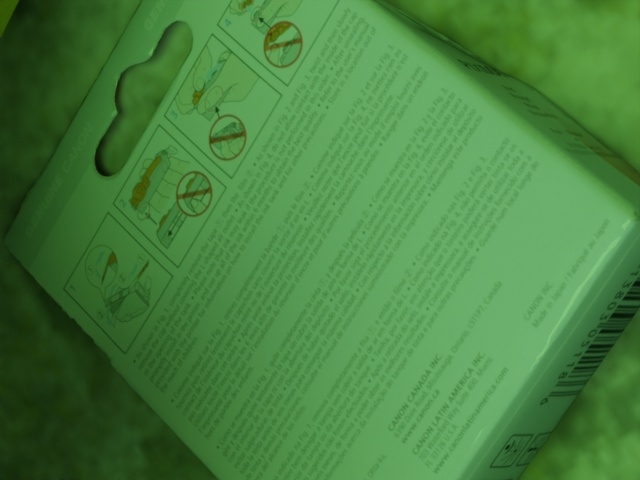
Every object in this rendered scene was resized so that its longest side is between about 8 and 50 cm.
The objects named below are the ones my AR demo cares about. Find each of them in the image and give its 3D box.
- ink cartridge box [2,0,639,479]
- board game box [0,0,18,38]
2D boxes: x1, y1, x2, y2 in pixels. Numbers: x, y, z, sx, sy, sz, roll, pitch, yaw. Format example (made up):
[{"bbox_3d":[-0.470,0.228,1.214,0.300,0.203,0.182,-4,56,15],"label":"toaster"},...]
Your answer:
[{"bbox_3d":[0.000,0.000,0.584,0.179,0.045,0.145,44,111,31],"label":"ink cartridge box"},{"bbox_3d":[-0.175,-0.158,0.562,0.242,0.064,0.316,26,88,17],"label":"board game box"}]
